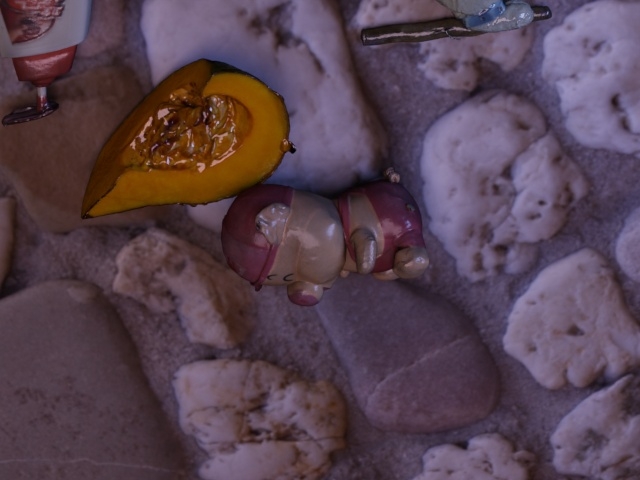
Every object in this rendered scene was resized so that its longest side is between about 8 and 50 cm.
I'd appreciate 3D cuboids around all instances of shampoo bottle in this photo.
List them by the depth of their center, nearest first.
[{"bbox_3d":[-0.343,-0.269,1.480,0.153,0.071,0.284,0,117,-3],"label":"shampoo bottle"}]

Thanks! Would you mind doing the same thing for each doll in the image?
[{"bbox_3d":[0.166,-0.322,1.464,0.103,0.071,0.214,-40,107,16],"label":"doll"},{"bbox_3d":[0.000,0.003,1.575,0.255,0.152,0.196,0,145,-12],"label":"doll"}]

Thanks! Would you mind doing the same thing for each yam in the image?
[{"bbox_3d":[0.165,-0.259,1.522,0.234,0.029,0.027,-7,107,2],"label":"yam"}]

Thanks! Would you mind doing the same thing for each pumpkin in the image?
[{"bbox_3d":[-0.157,-0.112,1.563,0.278,0.111,0.163,-44,126,17],"label":"pumpkin"}]
